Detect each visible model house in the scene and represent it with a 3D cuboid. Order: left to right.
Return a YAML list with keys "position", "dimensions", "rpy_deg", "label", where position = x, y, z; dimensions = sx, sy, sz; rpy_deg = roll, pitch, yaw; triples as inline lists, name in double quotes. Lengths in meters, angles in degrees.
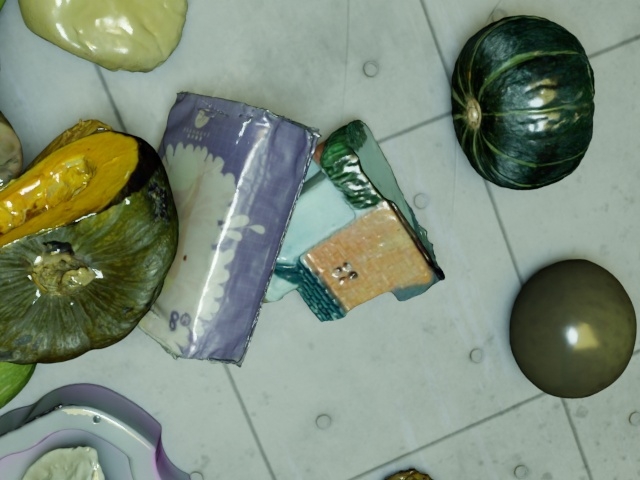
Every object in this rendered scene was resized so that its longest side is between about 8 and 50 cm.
- position: [0.000, 0.000, 1.127]
  dimensions: [0.291, 0.184, 0.253]
  rpy_deg: [-31, 106, 10]
  label: "model house"

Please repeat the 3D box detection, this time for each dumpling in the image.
- position: [-0.357, 0.370, 1.035]
  dimensions: [0.155, 0.111, 0.181]
  rpy_deg: [8, 71, 19]
  label: "dumpling"

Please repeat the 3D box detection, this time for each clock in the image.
- position: [-0.372, 0.394, 1.134]
  dimensions: [0.338, 0.102, 0.338]
  rpy_deg: [-1, 97, -8]
  label: "clock"

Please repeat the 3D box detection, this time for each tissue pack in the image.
- position: [-0.156, -0.021, 1.047]
  dimensions: [0.125, 0.242, 0.344]
  rpy_deg: [15, 95, -42]
  label: "tissue pack"

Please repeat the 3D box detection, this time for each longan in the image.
- position: [0.390, 0.137, 1.174]
  dimensions: [0.196, 0.196, 0.220]
  rpy_deg: [13, 91, -10]
  label: "longan"

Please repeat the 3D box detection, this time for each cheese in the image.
- position: [-0.292, -0.347, 1.043]
  dimensions: [0.226, 0.117, 0.214]
  rpy_deg: [12, 98, -35]
  label: "cheese"

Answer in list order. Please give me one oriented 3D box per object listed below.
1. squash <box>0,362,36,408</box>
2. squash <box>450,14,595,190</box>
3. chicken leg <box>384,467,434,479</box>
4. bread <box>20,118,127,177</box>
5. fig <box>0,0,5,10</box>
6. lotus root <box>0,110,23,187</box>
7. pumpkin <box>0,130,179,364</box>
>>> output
- position: [-0.543, 0.130, 1.018]
  dimensions: [0.309, 0.310, 0.310]
  rpy_deg: [-15, 99, -30]
  label: "squash"
- position: [0.289, -0.196, 1.090]
  dimensions: [0.165, 0.252, 0.252]
  rpy_deg: [-10, 98, -12]
  label: "squash"
- position: [0.090, 0.451, 1.220]
  dimensions: [0.251, 0.087, 0.107]
  rpy_deg: [-24, 88, 1]
  label: "chicken leg"
- position: [-0.342, -0.075, 1.055]
  dimensions: [0.229, 0.139, 0.143]
  rpy_deg: [-40, 128, 4]
  label: "bread"
- position: [-0.558, -0.280, 0.971]
  dimensions: [0.233, 0.233, 0.314]
  rpy_deg: [33, 93, -10]
  label: "fig"
- position: [-0.538, -0.135, 0.856]
  dimensions: [0.375, 0.111, 0.390]
  rpy_deg: [-23, 137, -13]
  label: "lotus root"
- position: [-0.300, 0.039, 0.911]
  dimensions: [0.325, 0.242, 0.232]
  rpy_deg: [-32, 125, -8]
  label: "pumpkin"
